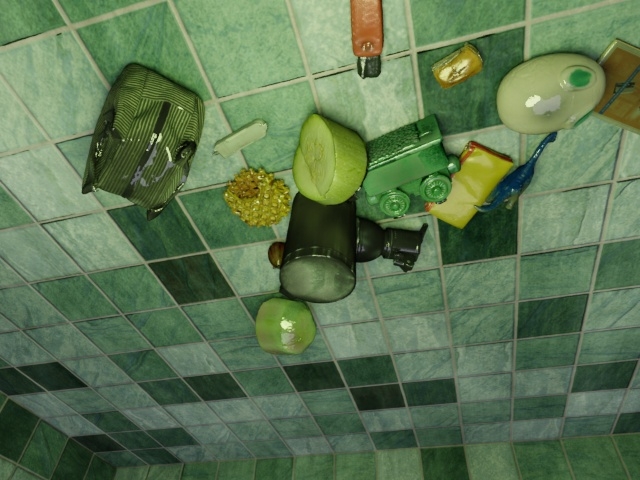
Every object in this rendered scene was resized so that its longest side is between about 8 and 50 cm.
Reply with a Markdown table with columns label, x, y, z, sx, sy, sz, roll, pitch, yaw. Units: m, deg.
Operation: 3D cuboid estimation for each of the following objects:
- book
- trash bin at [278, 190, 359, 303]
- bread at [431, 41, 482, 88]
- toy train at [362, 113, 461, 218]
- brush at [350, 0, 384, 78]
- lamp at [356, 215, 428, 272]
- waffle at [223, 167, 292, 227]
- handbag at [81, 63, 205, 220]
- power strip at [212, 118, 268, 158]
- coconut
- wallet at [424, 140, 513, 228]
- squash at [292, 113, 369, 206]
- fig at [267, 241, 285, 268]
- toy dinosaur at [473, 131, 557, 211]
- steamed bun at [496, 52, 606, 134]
| label | x | y | z | sx | sy | sz | roll | pitch | yaw |
| --- | --- | --- | --- | --- | --- | --- | --- | --- | --- |
| book | 0.743 | -0.359 | 1.068 | 0.242 | 0.018 | 0.170 | 16 | 132 | -11 |
| trash bin | 0.000 | 0.000 | 1.258 | 0.203 | 0.301 | 0.252 | 35 | 129 | -28 |
| bread | 0.319 | -0.400 | 1.031 | 0.106 | 0.053 | 0.072 | -23 | 125 | 29 |
| toy train | 0.228 | -0.184 | 1.178 | 0.266 | 0.145 | 0.201 | -20 | 126 | 20 |
| brush | 0.100 | -0.504 | 0.949 | 0.071 | 0.051 | 0.323 | 2 | 137 | 10 |
| lamp | 0.215 | 0.016 | 1.352 | 0.228 | 0.172 | 0.147 | 7 | 132 | -1 |
| waffle | -0.185 | -0.120 | 1.302 | 0.197 | 0.070 | 0.193 | 33 | 131 | -21 |
| handbag | -0.443 | -0.228 | 1.110 | 0.247 | 0.240 | 0.340 | 25 | 129 | -25 |
| power strip | -0.218 | -0.270 | 1.196 | 0.191 | 0.030 | 0.047 | -23 | 130 | 22 |
| coconut | -0.135 | 0.317 | 1.634 | 0.236 | 0.204 | 0.236 | 9 | 162 | 3 |
| wallet | 0.408 | -0.157 | 1.254 | 0.141 | 0.067 | 0.241 | 22 | 127 | -11 |
| squash | 0.003 | -0.193 | 1.117 | 0.133 | 0.220 | 0.220 | 2 | 145 | -47 |
| fig | -0.132 | 0.064 | 1.444 | 0.089 | 0.125 | 0.088 | 2 | 129 | 3 |
| toy dinosaur | 0.512 | -0.170 | 1.165 | 0.248 | 0.075 | 0.188 | -27 | 147 | -27 |
| steamed bun | 0.530 | -0.329 | 1.024 | 0.228 | 0.130 | 0.177 | -9 | 127 | 18 |
